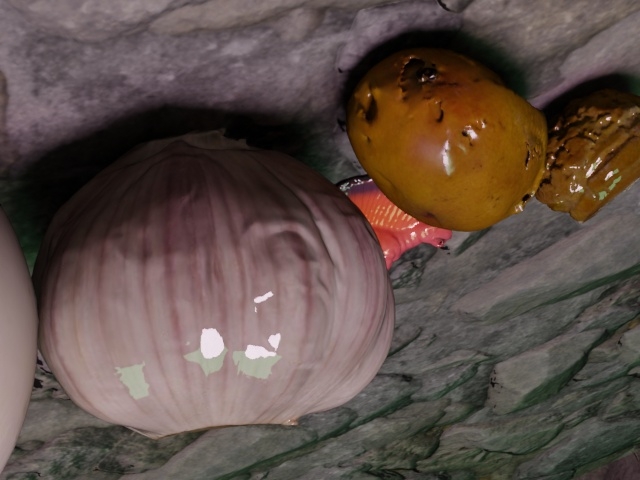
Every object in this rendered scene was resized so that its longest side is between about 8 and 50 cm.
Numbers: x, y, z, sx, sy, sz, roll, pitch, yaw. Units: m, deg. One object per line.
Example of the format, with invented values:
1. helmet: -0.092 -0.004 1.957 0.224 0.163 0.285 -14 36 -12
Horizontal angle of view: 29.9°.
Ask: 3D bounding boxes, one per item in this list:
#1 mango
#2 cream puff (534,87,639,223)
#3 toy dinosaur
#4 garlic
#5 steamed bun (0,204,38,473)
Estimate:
1. mango: 0.117 -0.082 1.075 0.156 0.151 0.249 3 169 27
2. cream puff: 0.266 -0.088 1.170 0.144 0.103 0.126 -45 169 13
3. toy dinosaur: 0.004 -0.005 1.220 0.286 0.070 0.139 -7 140 -16
4. garlic: -0.095 0.035 1.029 0.318 0.259 0.317 -9 -172 1
5. steamed bun: -0.352 0.058 0.819 0.334 0.333 0.374 -18 151 -2
